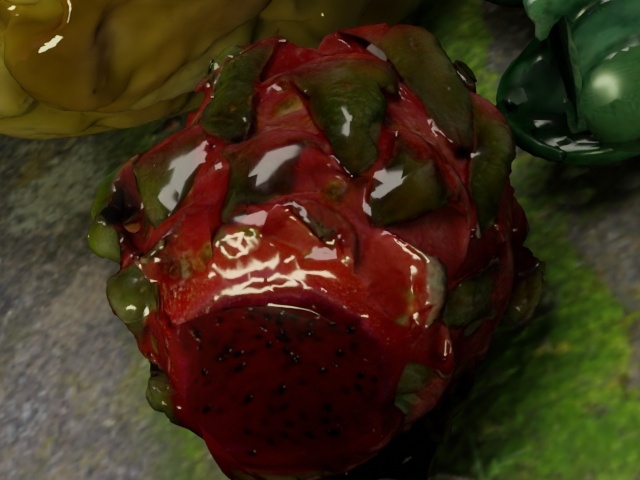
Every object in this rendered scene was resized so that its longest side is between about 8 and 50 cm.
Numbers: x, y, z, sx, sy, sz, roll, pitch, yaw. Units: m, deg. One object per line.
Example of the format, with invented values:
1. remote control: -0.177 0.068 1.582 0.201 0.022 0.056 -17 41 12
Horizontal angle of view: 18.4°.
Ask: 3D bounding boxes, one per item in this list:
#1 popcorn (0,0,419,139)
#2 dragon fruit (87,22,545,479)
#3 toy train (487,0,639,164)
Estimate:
1. popcorn: -0.123 -0.217 0.894 0.390 0.344 0.354 -21 10 1
2. dragon fruit: 0.000 0.000 0.731 0.166 0.160 0.172 -55 6 37
3. toy train: 0.135 -0.146 0.761 0.202 0.145 0.266 -17 41 10
